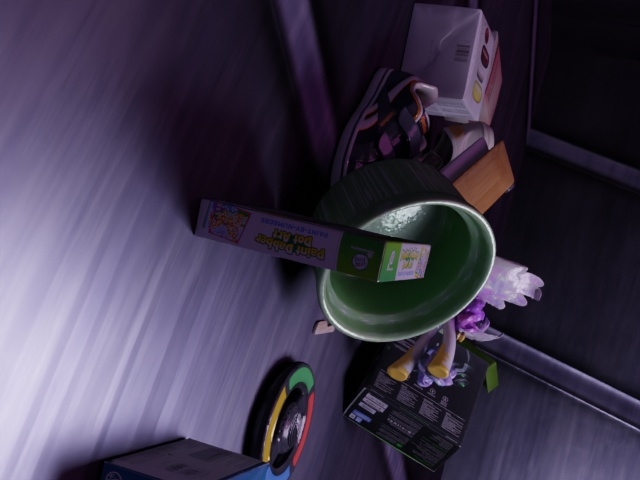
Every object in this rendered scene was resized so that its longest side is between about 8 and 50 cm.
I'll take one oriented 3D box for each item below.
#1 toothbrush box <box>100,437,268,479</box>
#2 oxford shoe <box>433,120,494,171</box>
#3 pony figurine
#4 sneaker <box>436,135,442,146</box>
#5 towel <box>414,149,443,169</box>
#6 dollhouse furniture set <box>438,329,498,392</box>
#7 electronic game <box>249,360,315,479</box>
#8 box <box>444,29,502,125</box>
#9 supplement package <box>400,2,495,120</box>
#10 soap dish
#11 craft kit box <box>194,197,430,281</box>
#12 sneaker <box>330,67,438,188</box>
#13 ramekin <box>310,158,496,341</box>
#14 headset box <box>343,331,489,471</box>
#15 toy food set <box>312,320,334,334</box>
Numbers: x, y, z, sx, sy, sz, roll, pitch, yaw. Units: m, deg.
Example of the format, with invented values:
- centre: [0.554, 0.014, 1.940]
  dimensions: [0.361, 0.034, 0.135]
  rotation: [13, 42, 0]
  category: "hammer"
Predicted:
- centre: [-0.187, 0.410, 1.018]
  dimensions: [0.216, 0.126, 0.295]
  rotation: [20, 83, -71]
  category: "toothbrush box"
- centre: [0.299, -0.097, 2.119]
  dimensions: [0.169, 0.130, 0.449]
  rotation: [-110, -147, -60]
  category: "oxford shoe"
- centre: [0.255, 0.142, 1.825]
  dimensions: [0.363, 0.351, 0.303]
  rotation: [-58, 175, -41]
  category: "pony figurine"
- centre: [0.351, -0.170, 2.257]
  dimensions: [0.130, 0.087, 0.227]
  rotation: [-16, 111, -62]
  category: "sneaker"
- centre: [0.134, -0.086, 1.590]
  dimensions: [0.187, 0.049, 0.282]
  rotation: [-40, 179, 20]
  category: "towel"
- centre: [0.334, 0.292, 2.214]
  dimensions: [0.197, 0.151, 0.301]
  rotation: [-30, 131, -18]
  category: "dollhouse furniture set"
- centre: [-0.060, 0.320, 1.443]
  dimensions: [0.229, 0.048, 0.229]
  rotation: [11, 90, -71]
  category: "electronic game"
- centre: [0.377, -0.411, 2.126]
  dimensions: [0.232, 0.127, 0.148]
  rotation: [55, 50, -65]
  category: "box"
- centre: [0.275, -0.380, 1.820]
  dimensions: [0.203, 0.149, 0.194]
  rotation: [14, 88, -70]
  category: "supplement package"
- centre: [0.229, -0.056, 1.650]
  dimensions: [0.229, 0.118, 0.291]
  rotation: [-40, 178, -39]
  category: "soap dish"
- centre: [0.000, 0.000, 1.117]
  dimensions: [0.250, 0.247, 0.061]
  rotation: [4, 96, -70]
  category: "craft kit box"
- centre: [0.122, -0.190, 1.540]
  dimensions: [0.126, 0.127, 0.321]
  rotation: [76, 33, -55]
  category: "sneaker"
- centre: [0.123, 0.011, 1.402]
  dimensions: [0.148, 0.303, 0.303]
  rotation: [-114, -167, -47]
  category: "ramekin"
- centre: [0.225, 0.329, 1.921]
  dimensions: [0.131, 0.246, 0.283]
  rotation: [-59, 180, 45]
  category: "headset box"
- centre: [0.060, 0.084, 1.607]
  dimensions: [0.128, 0.071, 0.218]
  rotation: [32, 72, -70]
  category: "toy food set"
